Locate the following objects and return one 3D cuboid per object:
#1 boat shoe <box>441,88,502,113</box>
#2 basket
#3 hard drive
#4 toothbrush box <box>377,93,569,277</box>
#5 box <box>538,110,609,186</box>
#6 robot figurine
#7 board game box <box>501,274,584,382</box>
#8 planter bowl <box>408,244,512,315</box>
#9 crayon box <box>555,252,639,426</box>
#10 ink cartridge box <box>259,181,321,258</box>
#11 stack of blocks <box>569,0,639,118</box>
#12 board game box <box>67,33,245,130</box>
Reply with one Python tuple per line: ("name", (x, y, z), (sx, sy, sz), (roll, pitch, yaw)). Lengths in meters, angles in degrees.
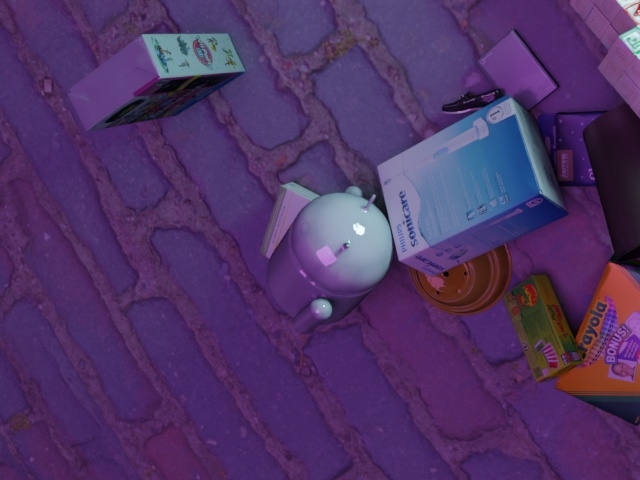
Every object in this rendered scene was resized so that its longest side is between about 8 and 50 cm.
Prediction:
("boat shoe", (0.284, -0.262, 1.688), (0.125, 0.046, 0.038), (0, 112, 38))
("basket", (0.541, -0.107, 1.483), (0.204, 0.154, 0.227), (-25, 72, 20))
("hard drive", (0.363, -0.308, 1.658), (0.094, 0.022, 0.135), (-39, 84, 29))
("toothbrush box", (0.272, -0.094, 1.647), (0.295, 0.126, 0.216), (-28, 58, 27))
("box", (0.504, -0.166, 1.617), (0.225, 0.036, 0.136), (1, 103, 28))
("robot figurine", (0.018, 0.036, 1.732), (0.200, 0.300, 0.353), (20, 151, -10))
("board game box", (0.416, 0.165, 1.688), (0.092, 0.043, 0.181), (-43, 56, 45))
("planter bowl", (0.260, 0.057, 1.766), (0.217, 0.090, 0.217), (7, 106, 24))
("crayon box", (0.563, 0.179, 1.649), (0.165, 0.081, 0.278), (24, 113, 20))
("ink cartridge box", (0.000, 0.000, 1.903), (0.235, 0.056, 0.171), (28, 114, 20))
("stack of blocks", (0.539, -0.319, 1.448), (0.297, 0.171, 0.087), (57, 160, 16))
("board game box", (-0.330, -0.330, 1.839), (0.224, 0.303, 0.097), (-26, 91, 30))
